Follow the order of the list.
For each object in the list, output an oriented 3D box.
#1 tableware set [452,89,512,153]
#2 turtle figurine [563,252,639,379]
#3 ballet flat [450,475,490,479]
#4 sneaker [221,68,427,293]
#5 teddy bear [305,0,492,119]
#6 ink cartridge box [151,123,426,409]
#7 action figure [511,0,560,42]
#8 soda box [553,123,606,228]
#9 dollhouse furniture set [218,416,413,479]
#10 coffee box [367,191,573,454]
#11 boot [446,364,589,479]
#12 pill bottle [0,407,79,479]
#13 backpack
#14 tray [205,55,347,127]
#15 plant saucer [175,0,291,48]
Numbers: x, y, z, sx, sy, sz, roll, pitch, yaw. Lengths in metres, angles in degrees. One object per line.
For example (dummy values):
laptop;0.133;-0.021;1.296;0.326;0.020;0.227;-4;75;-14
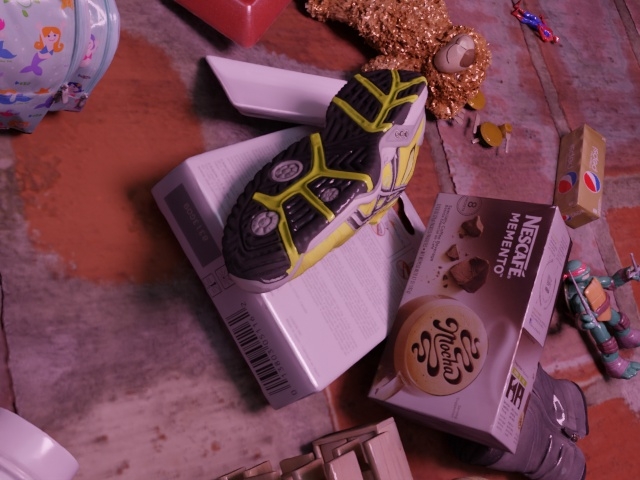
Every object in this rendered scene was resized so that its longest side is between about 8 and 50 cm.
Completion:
tableware set;0.266;-0.217;1.210;0.154;0.024;0.104;28;57;-18
turtle figurine;0.460;0.103;1.145;0.175;0.118;0.234;-41;111;-20
ballet flat;0.230;0.471;0.877;0.123;0.123;0.348;-3;73;-31
sneaker;0.033;-0.058;0.843;0.384;0.145;0.147;-48;139;-35
teddy bear;0.129;-0.347;1.111;0.245;0.113;0.338;-35;86;-32
ink cartridge box;0.000;0.000;0.955;0.385;0.091;0.308;-28;86;-52
action figure;0.427;-0.425;1.379;0.115;0.030;0.038;34;53;-18
soda box;0.467;-0.117;1.264;0.058;0.061;0.181;26;60;-19
dollhouse furniture set;0.009;0.305;0.750;0.242;0.212;0.160;-2;72;-57
coffee box;0.201;0.098;0.910;0.119;0.168;0.297;44;63;-51
boot;0.301;0.188;1.039;0.223;0.118;0.338;24;68;-29
pill bottle;-0.325;0.267;0.609;0.131;0.131;0.229;41;56;-11
backpack;-0.324;-0.245;0.730;0.191;0.253;0.225;-13;78;-33
tray;-0.023;-0.198;0.997;0.271;0.030;0.145;3;35;-29
plant saucer;-0.139;-0.435;1.001;0.258;0.048;0.259;34;62;-3
